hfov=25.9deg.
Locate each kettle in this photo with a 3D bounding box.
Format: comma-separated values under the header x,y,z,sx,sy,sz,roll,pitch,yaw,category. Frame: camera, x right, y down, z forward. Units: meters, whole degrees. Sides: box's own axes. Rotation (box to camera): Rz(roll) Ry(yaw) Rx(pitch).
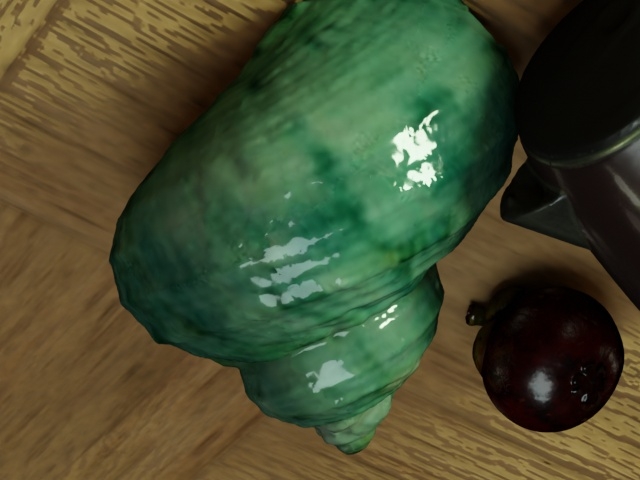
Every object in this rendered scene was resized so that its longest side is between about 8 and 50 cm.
x,y,z,sx,sy,sz,roll,pitch,yaw,category
0.206,-0.031,0.604,0.202,0.144,0.232,-43,120,14,kettle

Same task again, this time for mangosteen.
x,y,z,sx,sy,sz,roll,pitch,yaw,category
0.122,0.062,0.746,0.081,0.081,0.081,1,136,1,mangosteen

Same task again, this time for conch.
x,y,z,sx,sy,sz,roll,pitch,yaw,category
0.000,0.004,0.640,0.196,0.134,0.202,-4,135,8,conch
